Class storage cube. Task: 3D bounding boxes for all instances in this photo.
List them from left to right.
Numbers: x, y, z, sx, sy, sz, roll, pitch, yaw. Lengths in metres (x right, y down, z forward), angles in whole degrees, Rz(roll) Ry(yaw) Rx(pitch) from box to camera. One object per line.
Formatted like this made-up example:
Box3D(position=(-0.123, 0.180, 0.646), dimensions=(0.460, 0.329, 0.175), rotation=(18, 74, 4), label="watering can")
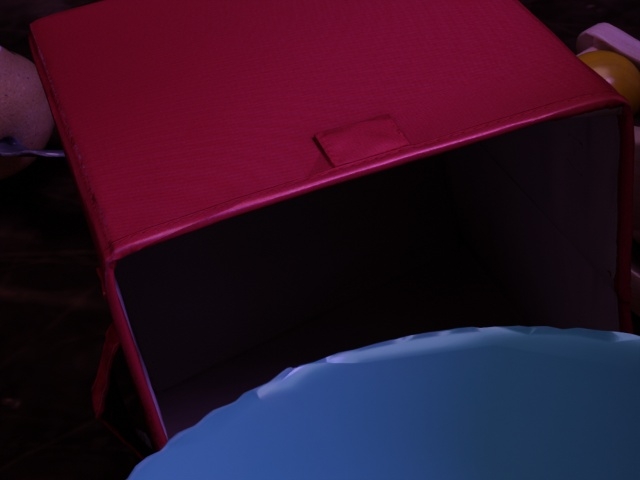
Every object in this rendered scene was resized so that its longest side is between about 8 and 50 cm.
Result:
Box3D(position=(0.000, 0.000, 0.573), dimensions=(0.215, 0.184, 0.193), rotation=(-17, 36, -9), label="storage cube")

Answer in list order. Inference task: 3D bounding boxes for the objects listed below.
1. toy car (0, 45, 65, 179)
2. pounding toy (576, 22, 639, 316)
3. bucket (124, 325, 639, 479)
Box3D(position=(-0.203, -0.093, 0.791), dimensions=(0.188, 0.149, 0.155), rotation=(19, 33, 15), label="toy car")
Box3D(position=(0.170, -0.008, 0.580), dimensions=(0.155, 0.154, 0.269), rotation=(-31, 42, -28), label="pounding toy")
Box3D(position=(0.053, 0.166, 0.346), dimensions=(0.281, 0.183, 0.281), rotation=(-5, 37, 4), label="bucket")
